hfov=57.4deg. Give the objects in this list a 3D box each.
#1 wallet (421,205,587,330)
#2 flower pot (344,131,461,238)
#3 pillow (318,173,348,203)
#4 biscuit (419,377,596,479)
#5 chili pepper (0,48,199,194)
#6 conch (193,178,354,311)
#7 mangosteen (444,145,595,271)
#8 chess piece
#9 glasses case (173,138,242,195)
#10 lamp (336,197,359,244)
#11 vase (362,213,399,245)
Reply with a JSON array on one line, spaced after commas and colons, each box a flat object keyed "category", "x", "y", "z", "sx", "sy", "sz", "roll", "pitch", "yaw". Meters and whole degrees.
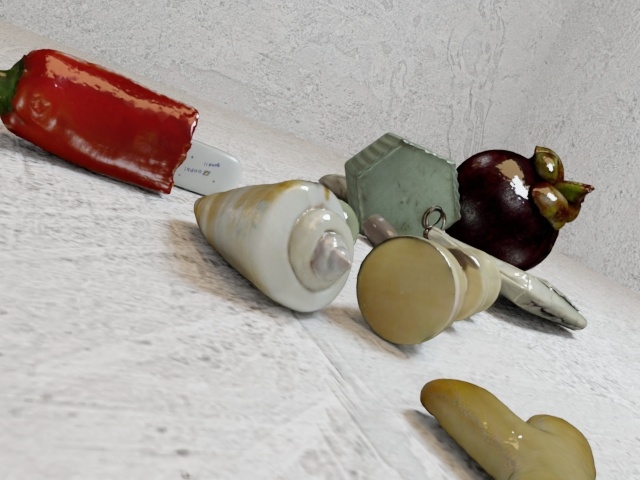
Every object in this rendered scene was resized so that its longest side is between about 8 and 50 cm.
[{"category": "wallet", "x": 0.355, "y": 0.068, "z": 1.108, "sx": 0.335, "sy": 0.068, "sz": 0.275, "roll": 28, "pitch": 11, "yaw": -41}, {"category": "flower pot", "x": 0.166, "y": -0.106, "z": 1.235, "sx": 0.239, "sy": 0.209, "sz": 0.189, "roll": 24, "pitch": 12, "yaw": -7}, {"category": "pillow", "x": 0.118, "y": -0.114, "z": 1.518, "sx": 0.270, "sy": 0.067, "sz": 0.173, "roll": 16, "pitch": 10, "yaw": -37}, {"category": "biscuit", "x": 0.162, "y": 0.175, "z": 0.410, "sx": 0.164, "sy": 0.047, "sz": 0.208, "roll": 21, "pitch": 13, "yaw": -9}, {"category": "chili pepper", "x": -0.335, "y": -0.175, "z": 0.750, "sx": 0.338, "sy": 0.134, "sz": 0.131, "roll": 17, "pitch": 31, "yaw": -25}, {"category": "conch", "x": -0.050, "y": -0.020, "z": 0.649, "sx": 0.255, "sy": 0.127, "sz": 0.158, "roll": 33, "pitch": 15, "yaw": 38}, {"category": "mangosteen", "x": 0.462, "y": -0.082, "z": 1.393, "sx": 0.307, "sy": 0.347, "sz": 0.306, "roll": 40, "pitch": 35, "yaw": -36}, {"category": "chess piece", "x": 0.176, "y": 0.056, "z": 0.792, "sx": 0.117, "sy": 0.117, "sz": 0.397, "roll": 30, "pitch": 12, "yaw": 24}, {"category": "glasses case", "x": -0.216, "y": -0.123, "z": 0.896, "sx": 0.197, "sy": 0.076, "sz": 0.049, "roll": 20, "pitch": 11, "yaw": -20}, {"category": "lamp", "x": 0.000, "y": 0.000, "z": 0.790, "sx": 0.091, "sy": 0.091, "sz": 0.163, "roll": 25, "pitch": 26, "yaw": 2}, {"category": "vase", "x": 0.121, "y": -0.008, "z": 1.102, "sx": 0.053, "sy": 0.053, "sz": 0.100, "roll": 17, "pitch": 18, "yaw": -30}]
